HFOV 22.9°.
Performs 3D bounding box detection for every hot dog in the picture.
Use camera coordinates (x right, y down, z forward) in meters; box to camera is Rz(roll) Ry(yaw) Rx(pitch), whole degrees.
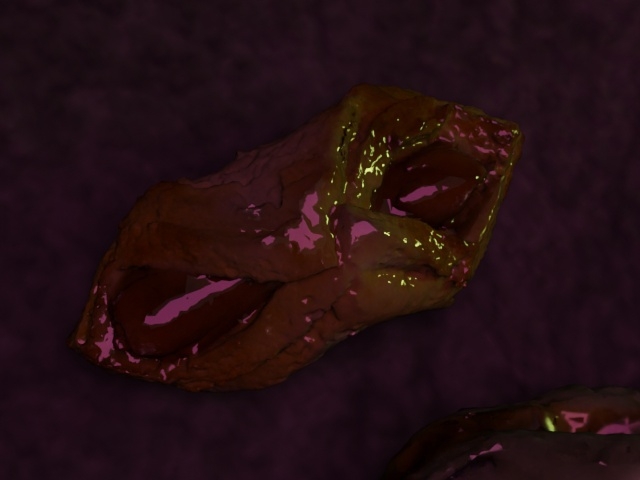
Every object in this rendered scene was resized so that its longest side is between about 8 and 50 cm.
[{"bbox_3d":[0.000,-0.001,0.498,0.169,0.061,0.078,-28,85,-12],"label":"hot dog"}]

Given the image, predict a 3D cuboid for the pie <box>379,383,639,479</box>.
[{"bbox_3d":[0.103,0.172,0.469,0.257,0.105,0.274,-2,76,7],"label":"pie"}]
